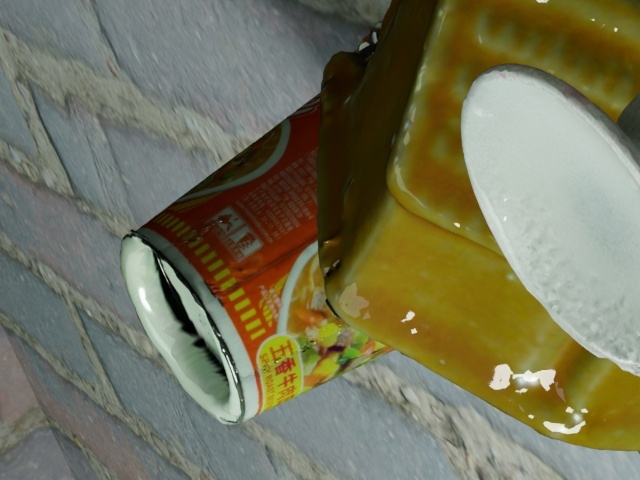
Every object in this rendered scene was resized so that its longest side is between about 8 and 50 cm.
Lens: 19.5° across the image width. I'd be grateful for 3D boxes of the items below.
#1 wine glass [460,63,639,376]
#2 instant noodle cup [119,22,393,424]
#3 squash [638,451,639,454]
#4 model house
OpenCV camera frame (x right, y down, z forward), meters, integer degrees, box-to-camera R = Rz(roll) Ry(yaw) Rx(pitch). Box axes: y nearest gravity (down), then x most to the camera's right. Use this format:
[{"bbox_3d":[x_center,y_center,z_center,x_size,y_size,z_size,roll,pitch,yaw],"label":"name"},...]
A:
[{"bbox_3d":[0.164,-0.054,0.687,0.165,0.196,0.165,49,157,30],"label":"wine glass"},{"bbox_3d":[0.000,0.000,1.112,0.193,0.212,0.193,48,157,28],"label":"instant noodle cup"},{"bbox_3d":[0.201,0.112,1.039,0.183,0.052,0.052,62,160,-12],"label":"squash"},{"bbox_3d":[0.124,-0.041,0.894,0.268,0.173,0.239,26,142,0],"label":"model house"}]
